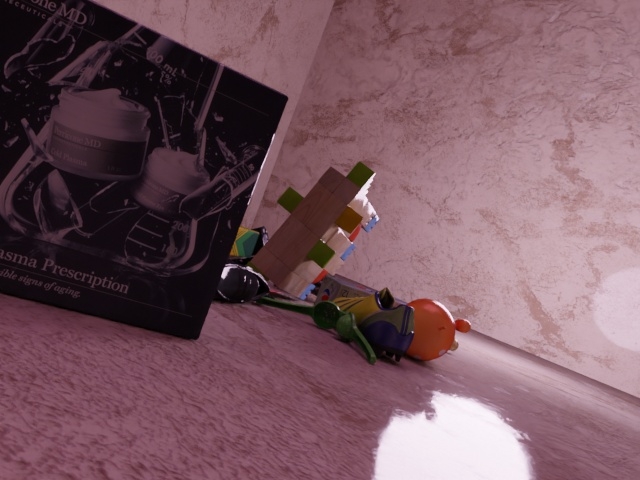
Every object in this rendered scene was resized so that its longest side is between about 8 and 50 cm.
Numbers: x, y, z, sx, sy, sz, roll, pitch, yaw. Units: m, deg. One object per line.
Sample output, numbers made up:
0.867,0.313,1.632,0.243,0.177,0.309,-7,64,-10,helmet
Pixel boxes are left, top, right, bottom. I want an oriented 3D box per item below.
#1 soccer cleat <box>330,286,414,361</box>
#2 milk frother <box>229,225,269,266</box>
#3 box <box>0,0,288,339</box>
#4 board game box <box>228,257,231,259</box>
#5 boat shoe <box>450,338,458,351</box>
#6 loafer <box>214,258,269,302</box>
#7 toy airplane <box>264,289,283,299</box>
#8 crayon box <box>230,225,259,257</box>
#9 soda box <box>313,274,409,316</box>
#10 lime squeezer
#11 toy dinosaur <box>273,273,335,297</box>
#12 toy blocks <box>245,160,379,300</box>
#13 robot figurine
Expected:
0.103,0.145,1.168,0.093,0.121,0.289,20,0,-21,soccer cleat
-0.217,0.042,1.696,0.134,0.129,0.143,-11,25,7,milk frother
-0.265,-0.092,0.690,0.343,0.313,0.179,20,0,-27,box
-0.324,0.028,1.536,0.165,0.042,0.243,20,0,-14,board game box
0.334,0.263,1.568,0.072,0.068,0.190,32,2,9,boat shoe
-0.151,0.075,1.076,0.078,0.076,0.223,11,-6,13,loafer
-0.157,0.098,1.261,0.151,0.028,0.151,21,-1,0,toy airplane
-0.302,-0.030,1.513,0.202,0.081,0.318,20,-1,12,crayon box
0.131,0.171,1.400,0.286,0.091,0.098,20,1,-26,soda box
0.019,0.150,1.108,0.310,0.059,0.110,21,1,43,lime squeezer
-0.026,0.099,1.629,0.313,0.121,0.160,16,12,21,toy dinosaur
0.000,0.000,1.445,0.190,0.381,0.261,40,-2,21,toy blocks
0.217,0.186,1.248,0.158,0.128,0.219,32,1,11,robot figurine
